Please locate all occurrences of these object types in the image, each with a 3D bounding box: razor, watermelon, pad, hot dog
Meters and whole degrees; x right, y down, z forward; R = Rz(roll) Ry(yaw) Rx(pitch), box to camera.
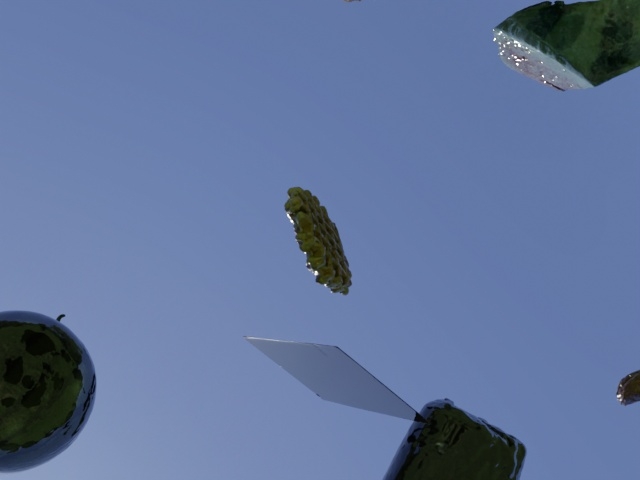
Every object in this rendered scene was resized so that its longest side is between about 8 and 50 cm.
[{"bbox_3d":[0.128,0.368,1.058,0.189,0.107,0.327,29,-87,-35],"label":"razor"},{"bbox_3d":[0.256,-0.182,0.773,0.094,0.180,0.081,-16,-81,-69],"label":"watermelon"},{"bbox_3d":[-0.197,0.091,0.546,0.105,0.105,0.133,39,-147,-9],"label":"watermelon"},{"bbox_3d":[0.012,0.172,1.044,0.164,0.243,0.004,42,-112,-23],"label":"pad"},{"bbox_3d":[0.392,0.169,0.990,0.058,0.083,0.035,11,-123,-62],"label":"hot dog"}]

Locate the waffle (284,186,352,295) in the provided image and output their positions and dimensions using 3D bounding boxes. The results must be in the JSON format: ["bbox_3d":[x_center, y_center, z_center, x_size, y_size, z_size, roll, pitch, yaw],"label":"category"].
[{"bbox_3d":[-0.003,-0.003,1.292,0.191,0.038,0.191,56,-164,-25],"label":"waffle"}]

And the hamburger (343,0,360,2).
[{"bbox_3d":[0.024,-0.342,0.584,0.174,0.304,0.284,-17,-126,-45],"label":"hamburger"}]
